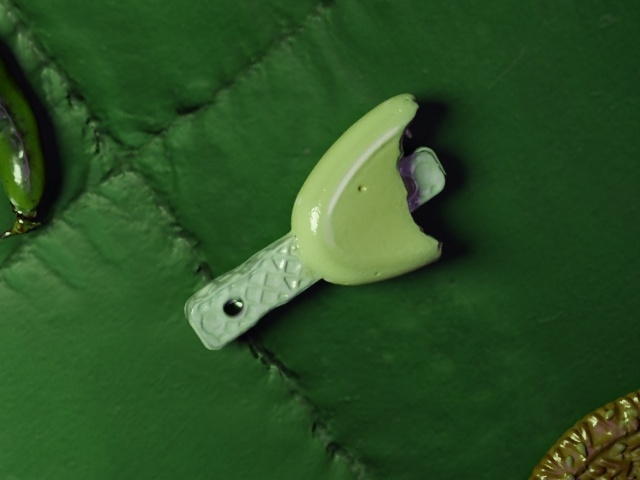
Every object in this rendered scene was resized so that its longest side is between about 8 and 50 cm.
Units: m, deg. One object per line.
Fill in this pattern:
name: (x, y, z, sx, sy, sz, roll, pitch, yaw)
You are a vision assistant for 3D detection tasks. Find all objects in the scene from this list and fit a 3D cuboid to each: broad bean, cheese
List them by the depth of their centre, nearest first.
broad bean: (-0.248, -0.106, 1.297, 0.069, 0.039, 0.227, -29, 107, -8)
cheese: (0.000, 0.000, 1.393, 0.235, 0.050, 0.127, -33, 108, -14)

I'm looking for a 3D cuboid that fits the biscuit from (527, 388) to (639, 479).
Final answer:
biscuit: (0.290, 0.266, 1.543, 0.305, 0.038, 0.305, -3, 99, -19)
